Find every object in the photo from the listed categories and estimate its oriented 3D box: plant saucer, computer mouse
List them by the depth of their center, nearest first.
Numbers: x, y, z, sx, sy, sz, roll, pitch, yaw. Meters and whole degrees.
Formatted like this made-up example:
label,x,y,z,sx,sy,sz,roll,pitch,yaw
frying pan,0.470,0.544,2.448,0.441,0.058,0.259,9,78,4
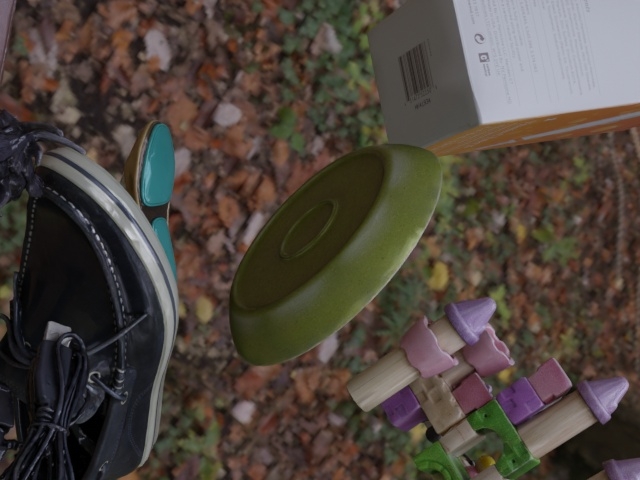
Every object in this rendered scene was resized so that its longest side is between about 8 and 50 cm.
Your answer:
label,x,y,z,sx,sy,sz,roll,pitch,yaw
computer mouse,-0.331,0.141,0.892,0.072,0.272,0.188,92,-2,-50
plant saucer,0.000,0.000,0.942,0.037,0.241,0.241,43,80,-21

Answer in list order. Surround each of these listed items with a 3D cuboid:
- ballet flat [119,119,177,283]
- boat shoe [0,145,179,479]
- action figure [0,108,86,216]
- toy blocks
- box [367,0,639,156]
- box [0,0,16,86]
label,x,y,z,sx,sy,sz,roll,pitch,yaw
ballet flat,-0.232,-0.038,1.422,0.080,0.073,0.232,-3,92,-64
boat shoe,-0.271,0.119,1.228,0.156,0.187,0.500,-39,151,-39
action figure,-0.351,-0.063,0.952,0.275,0.141,0.164,-26,170,3
toy blocks,0.239,0.218,1.272,0.260,0.288,0.309,-36,150,10
box,0.263,-0.210,1.287,0.345,0.168,0.215,-10,176,-22
box,-0.305,-0.104,0.685,0.143,0.191,0.381,4,103,-50
